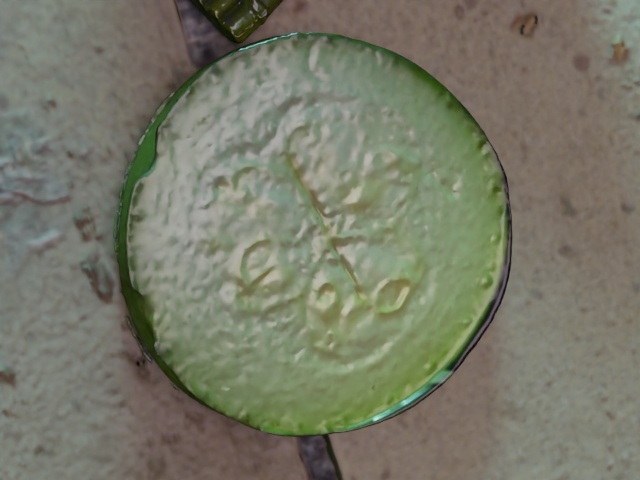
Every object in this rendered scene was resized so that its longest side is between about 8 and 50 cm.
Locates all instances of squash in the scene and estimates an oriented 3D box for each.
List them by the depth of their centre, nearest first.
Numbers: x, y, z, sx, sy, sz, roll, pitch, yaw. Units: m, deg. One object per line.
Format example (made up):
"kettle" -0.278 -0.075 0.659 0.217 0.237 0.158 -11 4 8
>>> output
"squash" -0.002 -0.001 0.663 0.219 0.041 0.219 -2 97 -19

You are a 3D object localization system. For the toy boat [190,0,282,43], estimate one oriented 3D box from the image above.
"toy boat" -0.026 -0.164 0.652 0.063 0.016 0.115 45 80 -14
